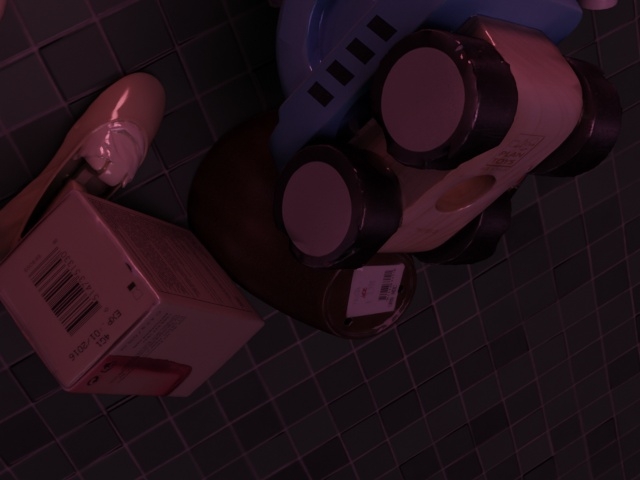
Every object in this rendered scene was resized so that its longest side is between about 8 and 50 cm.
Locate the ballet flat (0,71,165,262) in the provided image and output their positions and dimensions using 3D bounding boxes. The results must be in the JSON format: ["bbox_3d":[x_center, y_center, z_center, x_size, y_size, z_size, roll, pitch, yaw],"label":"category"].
[{"bbox_3d":[-0.233,-0.057,1.045,0.248,0.086,0.086,-49,130,4],"label":"ballet flat"}]

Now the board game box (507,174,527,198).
[{"bbox_3d":[0.213,-0.110,1.309,0.136,0.030,0.259,27,102,-36],"label":"board game box"}]

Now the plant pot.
[{"bbox_3d":[0.000,0.000,1.118,0.215,0.230,0.215,-15,124,-23],"label":"plant pot"}]

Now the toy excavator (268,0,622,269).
[{"bbox_3d":[0.083,-0.249,0.923,0.222,0.445,0.433,-2,147,-46],"label":"toy excavator"}]

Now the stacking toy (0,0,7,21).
[{"bbox_3d":[-0.470,-0.260,0.697,0.480,0.350,0.350,0,119,-10],"label":"stacking toy"}]

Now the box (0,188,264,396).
[{"bbox_3d":[-0.184,0.061,1.038,0.127,0.148,0.232,-44,159,8],"label":"box"}]

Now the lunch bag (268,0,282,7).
[{"bbox_3d":[-0.019,-0.275,1.057,0.083,0.053,0.071,-13,124,-6],"label":"lunch bag"}]

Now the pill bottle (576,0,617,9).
[{"bbox_3d":[0.323,-0.331,1.215,0.065,0.065,0.116,-20,125,-19],"label":"pill bottle"}]
